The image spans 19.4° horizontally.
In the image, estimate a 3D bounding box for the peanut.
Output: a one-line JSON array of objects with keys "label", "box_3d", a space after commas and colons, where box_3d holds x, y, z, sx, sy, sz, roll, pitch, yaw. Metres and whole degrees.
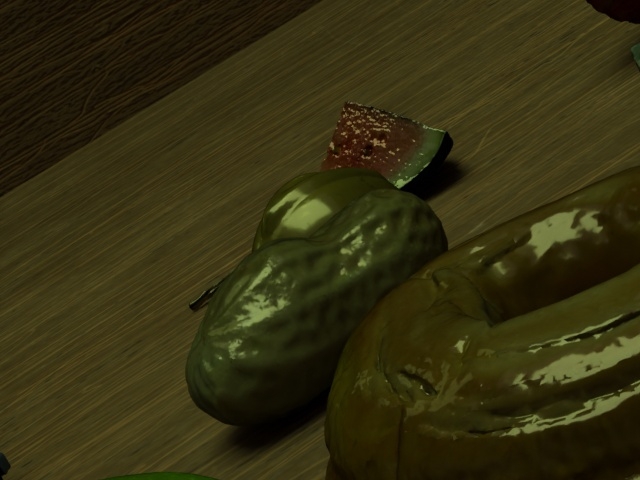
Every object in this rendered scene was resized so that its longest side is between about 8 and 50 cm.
[{"label": "peanut", "box_3d": [0.000, 0.057, 1.789, 0.313, 0.152, 0.152, -33, 16, -23]}]

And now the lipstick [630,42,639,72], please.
[{"label": "lipstick", "box_3d": [0.376, -0.135, 1.860, 0.076, 0.080, 0.371, -25, 16, 10]}]

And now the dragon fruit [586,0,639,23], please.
[{"label": "dragon fruit", "box_3d": [0.443, -0.352, 2.265, 0.205, 0.152, 0.317, -24, -1, 44]}]

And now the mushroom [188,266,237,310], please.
[{"label": "mushroom", "box_3d": [-0.045, 0.003, 2.275, 0.286, 0.026, 0.028, -37, 1, -22]}]

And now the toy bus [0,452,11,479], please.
[{"label": "toy bus", "box_3d": [-0.438, 0.279, 1.859, 0.125, 0.133, 0.292, -19, 18, 30]}]

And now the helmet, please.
[{"label": "helmet", "box_3d": [0.000, 0.000, 1.991, 0.257, 0.140, 0.205, -36, 17, -35]}]

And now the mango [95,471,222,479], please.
[{"label": "mango", "box_3d": [-0.201, 0.275, 1.416, 0.343, 0.156, 0.192, -27, 18, -1]}]

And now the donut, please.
[{"label": "donut", "box_3d": [0.199, 0.089, 1.237, 0.449, 0.198, 0.449, -24, 15, 7]}]

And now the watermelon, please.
[{"label": "watermelon", "box_3d": [0.080, -0.096, 2.250, 0.193, 0.137, 0.145, -24, -19, 16]}]
